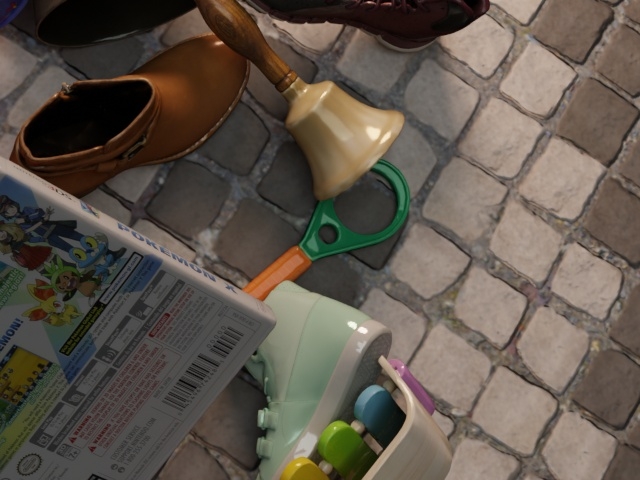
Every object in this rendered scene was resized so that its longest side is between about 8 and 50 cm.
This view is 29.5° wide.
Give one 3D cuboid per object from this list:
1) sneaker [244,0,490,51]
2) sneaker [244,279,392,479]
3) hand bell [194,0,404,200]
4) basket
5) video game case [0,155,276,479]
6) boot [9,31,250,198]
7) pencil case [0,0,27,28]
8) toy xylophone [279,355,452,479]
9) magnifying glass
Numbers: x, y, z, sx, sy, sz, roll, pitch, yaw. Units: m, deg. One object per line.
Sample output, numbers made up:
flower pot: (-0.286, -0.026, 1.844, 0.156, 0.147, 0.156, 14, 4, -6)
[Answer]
sneaker: (0.056, -0.270, 1.220, 0.281, 0.162, 0.106, 7, 84, -37)
sneaker: (-0.043, 0.167, 1.238, 0.151, 0.094, 0.256, 30, 98, 29)
hand bell: (-0.041, -0.167, 1.223, 0.242, 0.126, 0.126, 45, 76, -17)
basket: (-0.223, -0.338, 1.230, 0.204, 0.154, 0.227, -21, 80, 13)
video game case: (-0.251, 0.124, 1.090, 0.300, 0.036, 0.329, 31, 105, -29)
boot: (-0.176, -0.136, 1.172, 0.283, 0.220, 0.109, -29, 88, -14)
pencil case: (-0.389, -0.340, 1.180, 0.133, 0.119, 0.306, -30, 74, -19)
toy xylophone: (0.022, 0.284, 1.188, 0.323, 0.236, 0.081, -45, 49, -18)
magnifying glass: (0.000, 0.000, 1.291, 0.231, 0.026, 0.092, -41, 91, -16)
